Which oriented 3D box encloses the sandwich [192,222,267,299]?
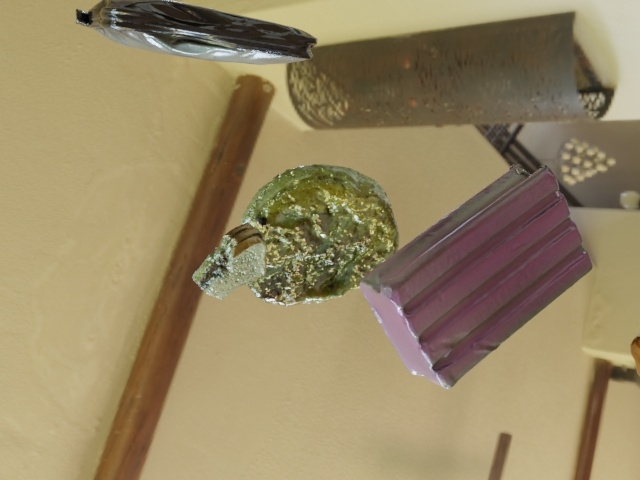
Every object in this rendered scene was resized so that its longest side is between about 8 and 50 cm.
[{"bbox_3d":[-0.107,0.026,0.860,0.093,0.036,0.105,-29,-25,-26],"label":"sandwich"}]

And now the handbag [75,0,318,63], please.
[{"bbox_3d":[-0.180,-0.306,1.056,0.332,0.191,0.075,0,-74,-25],"label":"handbag"}]

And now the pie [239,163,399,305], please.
[{"bbox_3d":[0.000,0.000,1.131,0.277,0.277,0.078,44,-163,-44],"label":"pie"}]

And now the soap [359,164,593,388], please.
[{"bbox_3d":[0.149,0.031,0.669,0.203,0.065,0.122,-34,-72,-16],"label":"soap"}]

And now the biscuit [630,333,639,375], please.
[{"bbox_3d":[0.462,0.163,0.612,0.318,0.312,0.110,51,-138,-34],"label":"biscuit"}]
